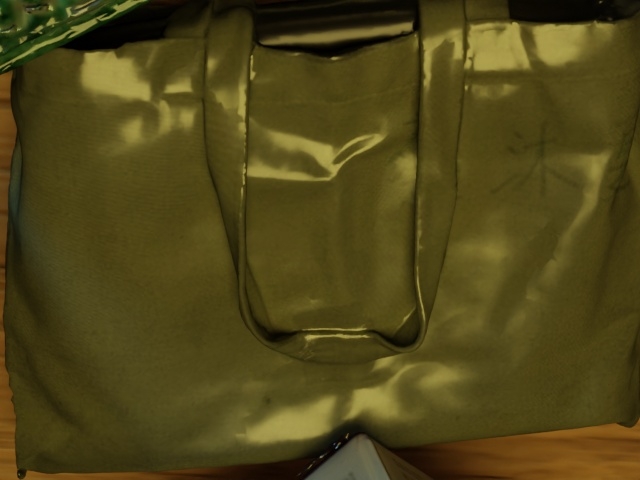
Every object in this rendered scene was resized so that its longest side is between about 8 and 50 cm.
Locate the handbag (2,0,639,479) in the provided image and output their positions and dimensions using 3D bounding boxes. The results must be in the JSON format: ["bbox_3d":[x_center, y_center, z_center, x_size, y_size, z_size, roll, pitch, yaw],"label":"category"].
[{"bbox_3d":[0.004,-0.003,0.789,0.315,0.109,0.253,-3,123,-2],"label":"handbag"}]

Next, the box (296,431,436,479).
[{"bbox_3d":[0.057,0.242,0.897,0.200,0.065,0.343,-41,133,13],"label":"box"}]

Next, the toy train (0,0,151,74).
[{"bbox_3d":[-0.144,-0.149,0.636,0.266,0.202,0.145,-26,117,2],"label":"toy train"}]
